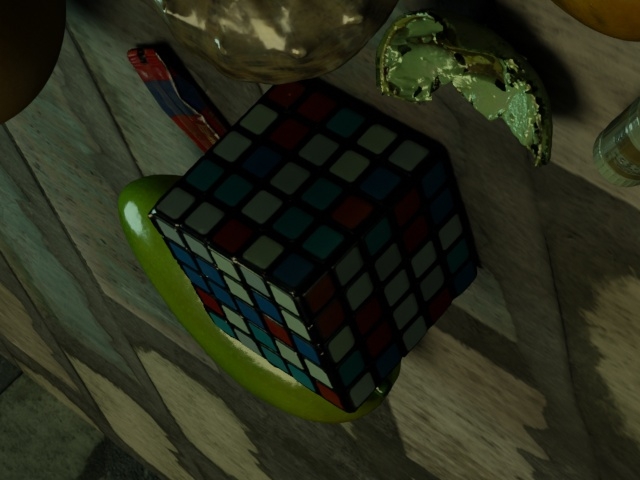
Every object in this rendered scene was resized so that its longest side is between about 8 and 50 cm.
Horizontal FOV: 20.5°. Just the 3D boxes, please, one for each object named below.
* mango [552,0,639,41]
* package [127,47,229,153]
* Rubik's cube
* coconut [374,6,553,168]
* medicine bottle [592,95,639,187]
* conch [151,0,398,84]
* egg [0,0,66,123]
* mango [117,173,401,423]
[{"bbox_3d":[0.155,-0.166,0.976,0.163,0.089,0.111,36,162,48],"label":"mango"},{"bbox_3d":[-0.117,-0.113,1.754,0.200,0.022,0.083,51,160,-21],"label":"package"},{"bbox_3d":[0.000,0.000,1.502,0.182,0.187,0.184,30,159,35],"label":"Rubik's cube"},{"bbox_3d":[0.107,-0.115,1.232,0.158,0.055,0.133,34,158,24],"label":"coconut"},{"bbox_3d":[0.210,-0.066,1.136,0.047,0.047,0.083,44,161,2],"label":"medicine bottle"},{"bbox_3d":[-0.050,-0.194,1.189,0.210,0.159,0.291,50,166,3],"label":"conch"},{"bbox_3d":[-0.368,-0.227,1.685,0.250,0.250,0.322,37,172,22],"label":"egg"},{"bbox_3d":[-0.069,0.053,1.794,0.343,0.156,0.192,42,163,6],"label":"mango"}]
